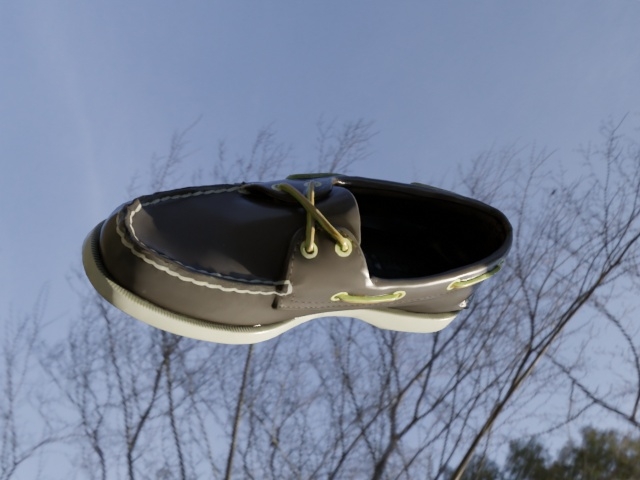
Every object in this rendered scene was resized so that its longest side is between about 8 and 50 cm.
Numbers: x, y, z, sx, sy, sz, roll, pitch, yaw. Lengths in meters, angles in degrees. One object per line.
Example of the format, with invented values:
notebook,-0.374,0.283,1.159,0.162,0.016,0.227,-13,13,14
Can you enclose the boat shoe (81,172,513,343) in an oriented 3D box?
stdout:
boat shoe,0.000,0.000,0.424,0.068,0.228,0.081,-48,-128,38
